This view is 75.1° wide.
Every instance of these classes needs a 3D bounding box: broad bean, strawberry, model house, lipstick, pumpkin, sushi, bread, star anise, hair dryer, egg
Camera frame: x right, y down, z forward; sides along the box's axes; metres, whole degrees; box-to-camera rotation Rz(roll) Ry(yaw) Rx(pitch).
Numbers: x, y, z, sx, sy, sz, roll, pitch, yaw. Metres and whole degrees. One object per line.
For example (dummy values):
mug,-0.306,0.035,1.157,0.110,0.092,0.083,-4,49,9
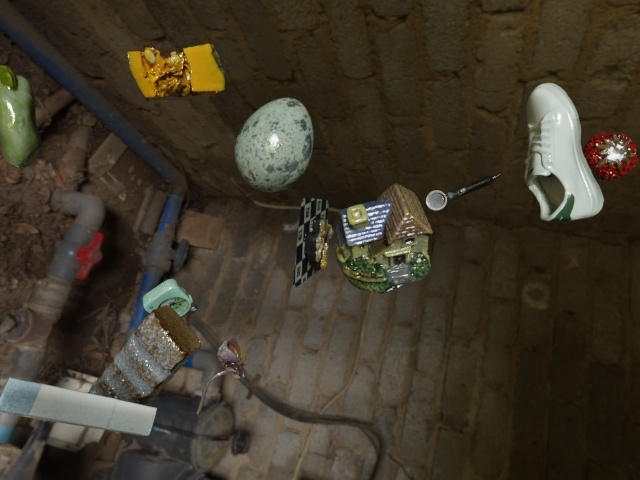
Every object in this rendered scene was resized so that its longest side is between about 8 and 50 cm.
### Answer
broad bean,-0.696,-0.281,0.950,0.100,0.169,0.227,-16,105,-33
strawberry,0.821,-0.243,1.180,0.086,0.145,0.145,31,67,-71
model house,0.203,-0.010,1.348,0.266,0.321,0.261,77,0,-53
lipstick,-0.543,0.383,0.945,0.317,0.066,0.068,27,53,-29
pumpkin,-0.389,-0.483,1.200,0.280,0.190,0.139,-71,152,-69
sushi,0.000,0.000,0.933,0.210,0.040,0.192,-20,117,-72
bread,-0.518,0.379,1.210,0.416,0.165,0.113,-48,173,21
star anise,-0.322,0.407,1.253,0.218,0.227,0.148,63,-1,-30
hair dryer,0.491,-0.167,1.436,0.070,0.255,0.128,70,15,8
egg,-0.077,-0.168,0.731,0.172,0.132,0.132,-64,158,-3

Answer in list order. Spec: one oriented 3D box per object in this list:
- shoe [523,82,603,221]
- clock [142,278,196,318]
shoe,0.571,-0.215,1.056,0.132,0.160,0.362,149,-74,-71
clock,-0.609,0.260,1.715,0.066,0.159,0.211,57,0,42
